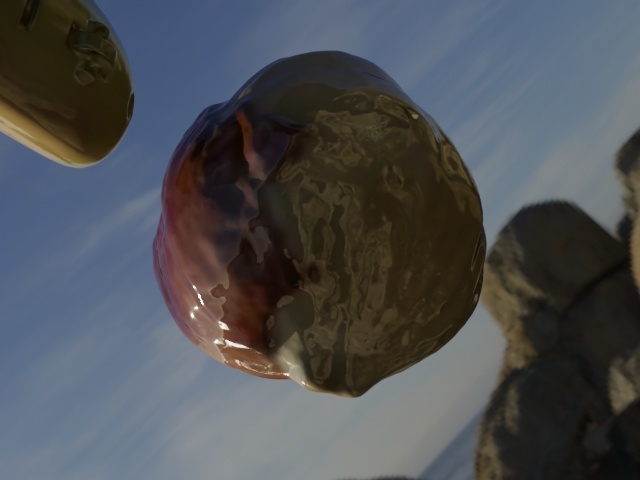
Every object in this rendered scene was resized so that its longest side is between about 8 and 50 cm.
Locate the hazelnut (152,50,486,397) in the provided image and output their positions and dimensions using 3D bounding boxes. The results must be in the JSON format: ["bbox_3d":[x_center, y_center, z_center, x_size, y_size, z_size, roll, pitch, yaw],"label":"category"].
[{"bbox_3d":[0.000,0.000,0.947,0.261,0.241,0.261,-9,-37,-7],"label":"hazelnut"}]

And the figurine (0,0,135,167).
[{"bbox_3d":[-0.260,-0.137,0.818,0.324,0.222,0.124,34,-122,-44],"label":"figurine"}]
